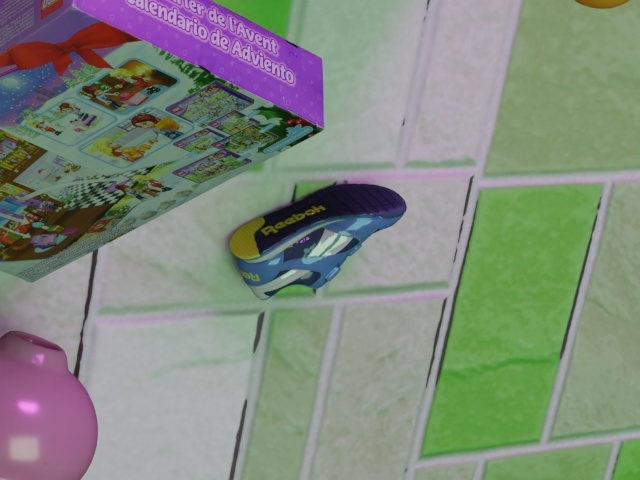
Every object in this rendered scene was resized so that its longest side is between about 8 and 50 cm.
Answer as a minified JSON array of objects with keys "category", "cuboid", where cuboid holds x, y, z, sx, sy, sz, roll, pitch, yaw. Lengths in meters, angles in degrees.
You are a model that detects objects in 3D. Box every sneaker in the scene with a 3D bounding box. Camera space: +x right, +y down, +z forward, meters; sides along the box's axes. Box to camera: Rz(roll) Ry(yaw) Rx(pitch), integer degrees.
[{"category":"sneaker","cuboid":[0.000,0.000,1.520,0.144,0.053,0.059,-20,123,-15]}]

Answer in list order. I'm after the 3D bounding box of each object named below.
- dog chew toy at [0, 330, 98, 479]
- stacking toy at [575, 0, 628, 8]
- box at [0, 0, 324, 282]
[{"category":"dog chew toy","cuboid":[-0.257,0.223,1.373,0.207,0.207,0.331,18,94,-39]},{"category":"stacking toy","cuboid":[0.109,-0.219,1.313,0.175,0.302,0.165,-17,122,-26]},{"category":"box","cuboid":[-0.169,-0.072,1.239,0.293,0.057,0.201,-25,145,37]}]
